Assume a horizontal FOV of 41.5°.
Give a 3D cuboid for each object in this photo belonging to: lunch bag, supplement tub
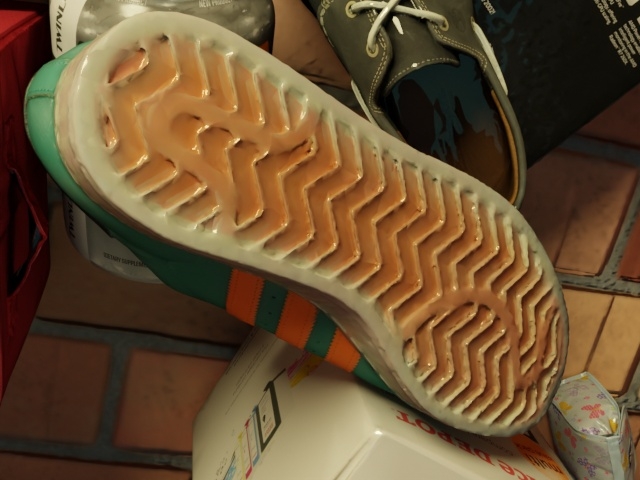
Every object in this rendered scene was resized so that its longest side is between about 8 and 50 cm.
[{"bbox_3d":[0.211,0.153,0.645,0.053,0.083,0.071,-18,112,-1],"label":"lunch bag"},{"bbox_3d":[-0.087,-0.081,0.466,0.117,0.117,0.190,1,127,-9],"label":"supplement tub"}]

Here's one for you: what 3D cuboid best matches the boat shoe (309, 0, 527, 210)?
[{"bbox_3d":[0.045,-0.110,0.425,0.084,0.079,0.233,-25,111,6],"label":"boat shoe"}]

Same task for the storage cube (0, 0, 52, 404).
[{"bbox_3d":[-0.246,-0.033,0.442,0.215,0.193,0.184,3,110,-11],"label":"storage cube"}]

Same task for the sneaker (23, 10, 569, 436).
[{"bbox_3d":[0.000,0.000,0.409,0.302,0.121,0.108,35,76,-31],"label":"sneaker"}]

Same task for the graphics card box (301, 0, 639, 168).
[{"bbox_3d":[0.160,-0.220,0.487,0.371,0.094,0.233,-39,112,7],"label":"graphics card box"}]

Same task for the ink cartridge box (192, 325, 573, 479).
[{"bbox_3d":[0.032,0.150,0.534,0.171,0.233,0.168,30,104,-18],"label":"ink cartridge box"}]
